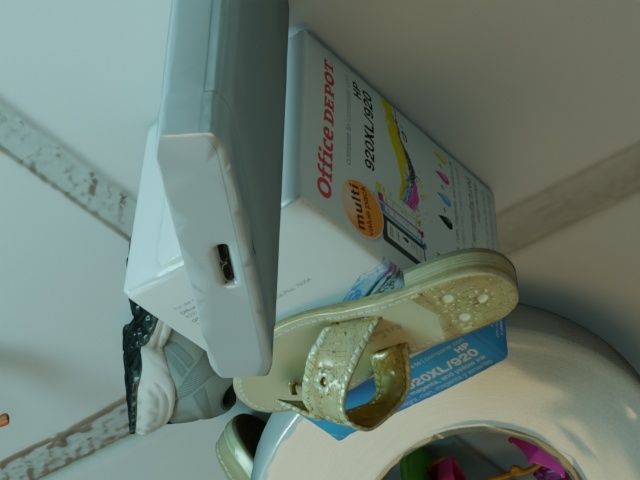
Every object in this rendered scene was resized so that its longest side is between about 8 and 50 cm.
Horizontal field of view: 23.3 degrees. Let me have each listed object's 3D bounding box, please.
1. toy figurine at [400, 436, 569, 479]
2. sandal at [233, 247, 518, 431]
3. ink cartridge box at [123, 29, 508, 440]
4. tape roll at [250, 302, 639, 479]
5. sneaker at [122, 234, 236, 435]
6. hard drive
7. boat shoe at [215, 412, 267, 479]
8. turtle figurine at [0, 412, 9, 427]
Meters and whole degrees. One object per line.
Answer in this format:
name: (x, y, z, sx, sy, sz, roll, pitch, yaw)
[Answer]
toy figurine: (0.186, 0.236, 1.456, 0.159, 0.130, 0.173, -28, 116, 18)
sandal: (0.030, 0.089, 1.057, 0.240, 0.079, 0.088, -29, 131, 29)
ink cartridge box: (0.000, 0.000, 1.147, 0.168, 0.171, 0.233, -29, 131, 30)
tape roll: (0.130, 0.242, 1.361, 0.392, 0.072, 0.392, -1, 109, -3)
sneaker: (-0.108, 0.067, 1.301, 0.108, 0.100, 0.271, -3, 145, -11)
hard drive: (-0.052, -0.102, 0.925, 0.040, 0.307, 0.203, -3, 139, 5)
boat shoe: (-0.019, 0.302, 1.478, 0.098, 0.109, 0.302, -31, 104, 18)
turtle figurine: (-0.409, 0.093, 1.339, 0.269, 0.087, 0.217, 0, 133, 15)
